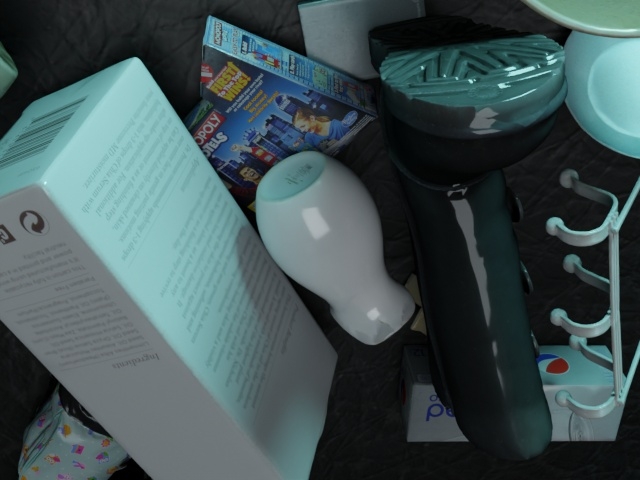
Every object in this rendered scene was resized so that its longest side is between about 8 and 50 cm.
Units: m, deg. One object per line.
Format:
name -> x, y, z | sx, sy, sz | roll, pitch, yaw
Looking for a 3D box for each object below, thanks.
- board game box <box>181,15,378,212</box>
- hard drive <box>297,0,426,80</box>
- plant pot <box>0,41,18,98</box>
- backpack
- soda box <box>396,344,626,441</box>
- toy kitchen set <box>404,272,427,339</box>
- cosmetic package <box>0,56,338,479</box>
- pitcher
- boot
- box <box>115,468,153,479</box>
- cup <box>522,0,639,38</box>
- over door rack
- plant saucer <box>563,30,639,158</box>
board game box -> -0.074, -0.140, 0.902 | 0.194, 0.060, 0.194 | 32, 125, -27
hard drive -> 0.049, -0.224, 0.907 | 0.135, 0.022, 0.094 | -11, 117, 0
plant pot -> -0.456, -0.153, 0.768 | 0.280, 0.323, 0.323 | -37, 115, -5
backpack -> -0.315, 0.254, 1.071 | 0.152, 0.115, 0.182 | 34, 112, -23
soda box -> 0.251, 0.203, 1.106 | 0.286, 0.091, 0.098 | 1, 117, -6
toy kitchen set -> 0.152, 0.079, 1.068 | 0.075, 0.068, 0.083 | 15, 105, -51
cosmetic package -> -0.165, 0.068, 0.890 | 0.161, 0.230, 0.453 | -16, 123, 26
pitcher -> 0.000, 0.000, 0.929 | 0.125, 0.177, 0.207 | -43, 126, -17
boot -> 0.153, 0.029, 0.809 | 0.146, 0.367, 0.445 | -8, 112, 3
box -> -0.214, 0.386, 1.056 | 0.381, 0.191, 0.143 | -24, 104, -7
cup -> 0.253, -0.369, 0.729 | 0.331, 0.237, 0.331 | -2, 117, -5
over door rack -> 0.348, 0.015, 0.950 | 0.324, 0.108, 0.239 | -35, 126, -37
plant saucer -> 0.356, -0.173, 0.910 | 0.195, 0.037, 0.195 | -1, 75, 4
